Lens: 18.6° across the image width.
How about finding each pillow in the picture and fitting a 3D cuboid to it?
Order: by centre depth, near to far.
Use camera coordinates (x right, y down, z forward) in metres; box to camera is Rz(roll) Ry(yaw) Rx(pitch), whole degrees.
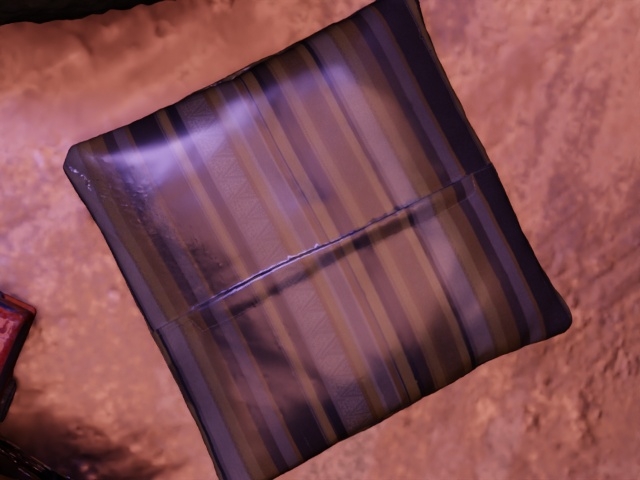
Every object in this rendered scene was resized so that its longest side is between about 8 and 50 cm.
[{"bbox_3d":[0.000,0.000,1.040,0.212,0.052,0.208,-27,90,-4],"label":"pillow"}]

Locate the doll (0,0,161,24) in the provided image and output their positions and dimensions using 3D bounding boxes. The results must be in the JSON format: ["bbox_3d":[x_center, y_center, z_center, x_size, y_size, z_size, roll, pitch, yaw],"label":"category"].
[{"bbox_3d":[-0.183,-0.210,0.945,0.349,0.247,0.247,-18,93,2],"label":"doll"}]

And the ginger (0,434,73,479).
[{"bbox_3d":[-0.210,0.093,0.926,0.309,0.107,0.133,40,100,2],"label":"ginger"}]

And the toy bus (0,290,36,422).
[{"bbox_3d":[-0.210,0.113,1.014,0.065,0.077,0.192,22,88,-2],"label":"toy bus"}]
